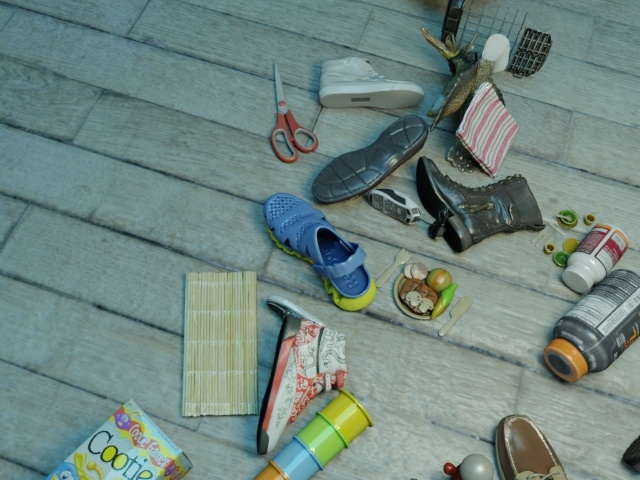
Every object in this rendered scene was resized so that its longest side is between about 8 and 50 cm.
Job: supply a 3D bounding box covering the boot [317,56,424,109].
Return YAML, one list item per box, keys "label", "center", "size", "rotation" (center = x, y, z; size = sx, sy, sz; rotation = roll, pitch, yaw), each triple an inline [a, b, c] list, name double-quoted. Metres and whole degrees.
- label: "boot"
  center: [0.123, -0.394, 1.754]
  size: [0.258, 0.095, 0.123]
  rotation: [1, 69, 0]

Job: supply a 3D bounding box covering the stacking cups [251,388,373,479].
- label: "stacking cups"
  center: [-0.048, 0.412, 1.331]
  size: [0.316, 0.096, 0.096]
  rotation: [-39, 69, -15]

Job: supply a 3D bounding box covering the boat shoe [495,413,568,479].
- label: "boat shoe"
  center: [0.414, 0.463, 1.293]
  size: [0.123, 0.116, 0.324]
  rotation: [-14, 63, -9]

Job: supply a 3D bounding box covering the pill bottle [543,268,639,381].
- label: "pill bottle"
  center: [0.560, 0.176, 1.445]
  size: [0.245, 0.130, 0.130]
  rotation: [-37, 69, -19]

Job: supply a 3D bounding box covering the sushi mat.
- label: "sushi mat"
  center: [-0.204, 0.203, 1.469]
  size: [0.151, 0.019, 0.317]
  rotation: [-3, 62, -2]

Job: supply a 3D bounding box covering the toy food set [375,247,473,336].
- label: "toy food set"
  center: [0.219, 0.103, 1.524]
  size: [0.192, 0.038, 0.132]
  rotation: [36, 67, 16]

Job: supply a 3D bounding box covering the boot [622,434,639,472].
- label: "boot"
  center: [0.763, 0.411, 1.338]
  size: [0.338, 0.118, 0.223]
  rotation: [-27, 79, -2]

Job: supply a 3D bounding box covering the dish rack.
- label: "dish rack"
  center: [0.430, -0.504, 1.769]
  size: [0.271, 0.208, 0.074]
  rotation: [19, 72, 7]

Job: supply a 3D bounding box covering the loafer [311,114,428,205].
- label: "loafer"
  center: [0.121, -0.166, 1.638]
  size: [0.302, 0.095, 0.109]
  rotation: [-35, 64, -3]

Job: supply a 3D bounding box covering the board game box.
- label: "board game box"
  center: [-0.380, 0.440, 1.266]
  size: [0.144, 0.142, 0.275]
  rotation: [39, 68, 17]

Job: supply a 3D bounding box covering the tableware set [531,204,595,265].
- label: "tableware set"
  center: [0.554, -0.013, 1.606]
  size: [0.154, 0.024, 0.104]
  rotation: [-39, 70, -20]

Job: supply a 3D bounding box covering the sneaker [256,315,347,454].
- label: "sneaker"
  center: [-0.029, 0.289, 1.388]
  size: [0.145, 0.090, 0.270]
  rotation: [16, 71, -8]

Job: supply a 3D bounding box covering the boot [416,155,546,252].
- label: "boot"
  center: [0.358, -0.103, 1.620]
  size: [0.229, 0.091, 0.263]
  rotation: [-21, 73, -15]

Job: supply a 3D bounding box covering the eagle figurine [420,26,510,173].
- label: "eagle figurine"
  center: [0.338, -0.338, 1.689]
  size: [0.226, 0.225, 0.298]
  rotation: [4, 50, -11]

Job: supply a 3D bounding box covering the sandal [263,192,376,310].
- label: "sandal"
  center: [0.000, 0.000, 1.519]
  size: [0.126, 0.138, 0.317]
  rotation: [-42, 69, -19]

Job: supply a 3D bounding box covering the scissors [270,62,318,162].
- label: "scissors"
  center: [-0.099, -0.315, 1.748]
  size: [0.109, 0.021, 0.297]
  rotation: [-21, 66, -10]

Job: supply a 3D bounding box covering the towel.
- label: "towel"
  center: [0.385, -0.247, 1.631]
  size: [0.029, 0.197, 0.144]
  rotation: [17, 75, 46]

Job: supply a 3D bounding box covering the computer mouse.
- label: "computer mouse"
  center: [0.195, -0.073, 1.590]
  size: [0.193, 0.106, 0.042]
  rotation: [28, 63, 20]

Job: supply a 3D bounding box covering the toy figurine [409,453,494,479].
- label: "toy figurine"
  center: [0.236, 0.498, 1.251]
  size: [0.209, 0.148, 0.213]
  rotation: [-17, 64, -11]

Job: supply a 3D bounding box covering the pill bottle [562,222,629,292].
- label: "pill bottle"
  center: [0.587, 0.038, 1.544]
  size: [0.086, 0.086, 0.152]
  rotation: [39, 67, 18]

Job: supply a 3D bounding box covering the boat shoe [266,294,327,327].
- label: "boat shoe"
  center: [-0.055, 0.160, 1.481]
  size: [0.142, 0.049, 0.040]
  rotation: [29, 65, 11]
